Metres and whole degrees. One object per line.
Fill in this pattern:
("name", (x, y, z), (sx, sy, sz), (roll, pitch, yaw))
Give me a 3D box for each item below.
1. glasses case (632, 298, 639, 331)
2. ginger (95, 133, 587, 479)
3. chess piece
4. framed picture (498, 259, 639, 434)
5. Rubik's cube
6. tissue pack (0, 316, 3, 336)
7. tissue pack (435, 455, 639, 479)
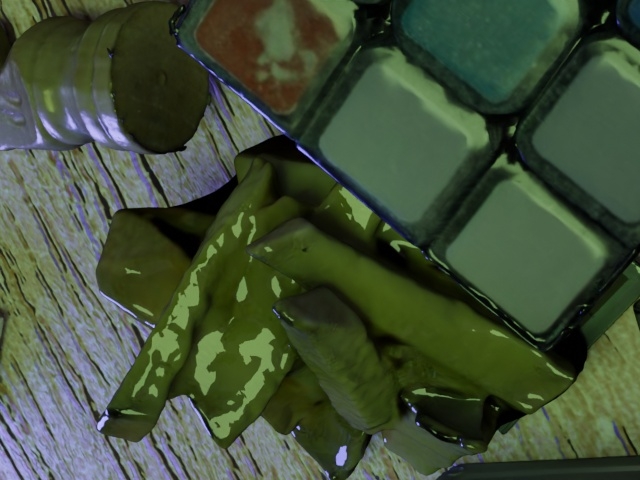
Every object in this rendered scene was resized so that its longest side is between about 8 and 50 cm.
("glasses case", (0.354, 0.179, 1.477), (0.114, 0.060, 0.299), (-8, 108, 35))
("ginger", (0.013, 0.097, 1.508), (0.413, 0.211, 0.358), (-5, 115, 28))
("chess piece", (-0.245, -0.142, 1.640), (0.301, 0.137, 0.137), (-1, 113, 42))
("framed picture", (0.114, 0.009, 1.547), (0.293, 0.018, 0.231), (41, 126, 2))
("Rubik's cube", (0.173, -0.204, 1.214), (0.359, 0.363, 0.362), (37, 127, 7))
("tissue pack", (-0.498, 0.085, 1.907), (0.325, 0.071, 0.170), (27, 125, 17))
("tissue pack", (0.205, 0.284, 1.552), (0.246, 0.159, 0.136), (-7, 108, 32))
